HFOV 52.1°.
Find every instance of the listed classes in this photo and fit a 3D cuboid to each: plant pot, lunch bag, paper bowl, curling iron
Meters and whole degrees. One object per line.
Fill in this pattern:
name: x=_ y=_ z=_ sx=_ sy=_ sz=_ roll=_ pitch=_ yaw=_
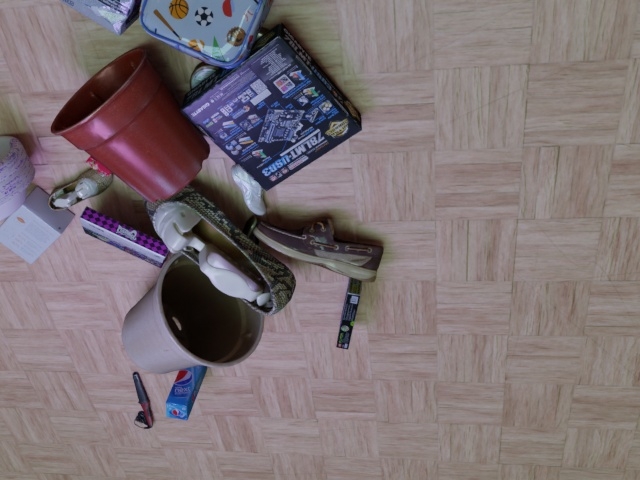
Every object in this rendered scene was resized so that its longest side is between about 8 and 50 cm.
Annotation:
plant pot: x=-0.408 y=-0.245 z=1.486 sx=0.272 sy=0.272 sz=0.265 roll=-24 pitch=127 yaw=24
plant pot: x=-0.380 y=0.223 z=1.806 sx=0.334 sy=0.334 sz=0.305 roll=43 pitch=133 yaw=-21
lunch bag: x=-0.212 y=-0.510 z=1.281 sx=0.243 sy=0.115 sz=0.303 roll=24 pitch=100 yaw=-2
paper bowl: x=-0.848 y=-0.131 z=1.612 sx=0.284 sy=0.284 sz=0.148 roll=-5 pitch=125 yaw=13
curling iron: x=-0.616 y=0.554 z=2.240 sx=0.068 sy=0.035 sz=0.274 roll=6 pitch=127 yaw=5

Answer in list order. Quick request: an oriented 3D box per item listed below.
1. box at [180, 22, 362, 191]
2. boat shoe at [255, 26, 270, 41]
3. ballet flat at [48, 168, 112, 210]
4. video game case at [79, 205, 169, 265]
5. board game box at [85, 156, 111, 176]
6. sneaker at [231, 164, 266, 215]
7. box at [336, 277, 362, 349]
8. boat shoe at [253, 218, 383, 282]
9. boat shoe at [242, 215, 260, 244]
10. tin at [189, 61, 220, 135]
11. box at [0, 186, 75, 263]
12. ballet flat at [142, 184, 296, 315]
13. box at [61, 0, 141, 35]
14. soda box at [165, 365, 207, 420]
box: x=-0.107 y=-0.286 z=1.474 sx=0.295 sy=0.073 sz=0.293 roll=-30 pitch=128 yaw=26
boat shoe: x=-0.177 y=-0.444 z=1.407 sx=0.170 sy=0.063 sz=0.059 roll=22 pitch=121 yaw=-8
ballet flat: x=-0.632 y=-0.126 z=1.716 sx=0.206 sy=0.067 sz=0.073 roll=-24 pitch=120 yaw=24
video game case: x=-0.514 y=-0.003 z=1.734 sx=0.232 sy=0.042 sz=0.210 roll=26 pitch=164 yaw=-10
board game box: x=-0.539 y=-0.181 z=1.607 sx=0.133 sy=0.033 sz=0.168 roll=38 pitch=172 yaw=12
sneaker: x=-0.167 y=-0.129 z=1.647 sx=0.061 sy=0.053 sz=0.152 roll=-16 pitch=122 yaw=17
box: x=0.081 y=0.188 z=1.803 sx=0.036 sy=0.114 sz=0.207 roll=11 pitch=127 yaw=2
boat shoe: x=0.000 y=0.000 z=1.691 sx=0.342 sy=0.123 sz=0.123 roll=20 pitch=96 yaw=-4
boat shoe: x=-0.188 y=-0.002 z=1.749 sx=0.049 sy=0.056 sz=0.152 roll=16 pitch=130 yaw=-19
tin: x=-0.248 y=-0.324 z=1.526 sx=0.106 sy=0.040 sz=0.189 roll=6 pitch=127 yaw=10
box: x=-0.783 y=-0.040 z=1.791 sx=0.170 sy=0.091 sz=0.130 roll=-35 pitch=114 yaw=30
ballet flat: x=-0.272 y=0.017 z=1.639 sx=0.483 sy=0.182 sz=0.164 roll=39 pitch=118 yaw=-5
box: x=-0.462 y=-0.557 z=1.306 sx=0.247 sy=0.163 sz=0.142 roll=29 pitch=127 yaw=-13
soda box: x=-0.410 y=0.445 z=2.015 sx=0.067 sy=0.210 sz=0.071 roll=9 pitch=127 yaw=3
